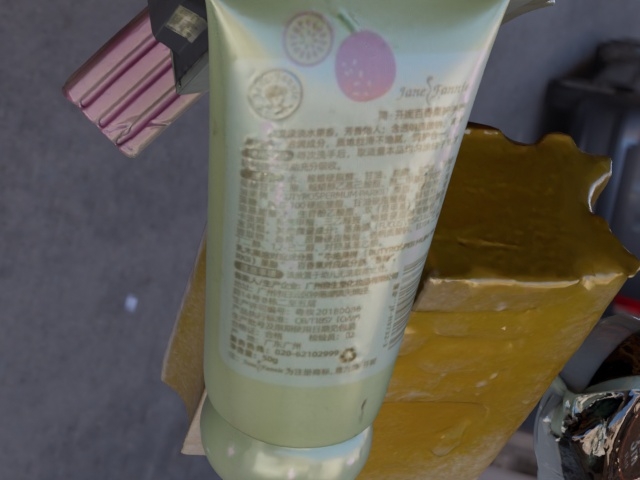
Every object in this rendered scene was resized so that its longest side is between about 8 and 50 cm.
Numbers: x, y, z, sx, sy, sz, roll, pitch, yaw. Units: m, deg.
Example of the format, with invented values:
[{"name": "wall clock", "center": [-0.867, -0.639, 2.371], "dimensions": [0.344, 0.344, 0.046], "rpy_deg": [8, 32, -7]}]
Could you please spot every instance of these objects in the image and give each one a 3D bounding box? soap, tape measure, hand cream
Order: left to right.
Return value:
[{"name": "soap", "center": [-0.194, -0.207, 1.697], "dimensions": [0.203, 0.122, 0.065], "rpy_deg": [-40, -162, 9]}, {"name": "hand cream", "center": [0.000, 0.000, 0.687], "dimensions": [0.093, 0.147, 0.305], "rpy_deg": [-116, -150, -47]}, {"name": "soap", "center": [0.039, 0.049, 0.976], "dimensions": [0.281, 0.259, 0.143], "rpy_deg": [112, -22, -51]}, {"name": "tape measure", "center": [0.275, 0.162, 1.336], "dimensions": [0.181, 0.107, 0.182], "rpy_deg": [-38, 137, -29]}]

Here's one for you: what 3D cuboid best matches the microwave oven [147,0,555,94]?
[{"name": "microwave oven", "center": [0.011, -0.261, 1.159], "dimensions": [0.355, 0.286, 0.218], "rpy_deg": [170, -88, -77]}]
